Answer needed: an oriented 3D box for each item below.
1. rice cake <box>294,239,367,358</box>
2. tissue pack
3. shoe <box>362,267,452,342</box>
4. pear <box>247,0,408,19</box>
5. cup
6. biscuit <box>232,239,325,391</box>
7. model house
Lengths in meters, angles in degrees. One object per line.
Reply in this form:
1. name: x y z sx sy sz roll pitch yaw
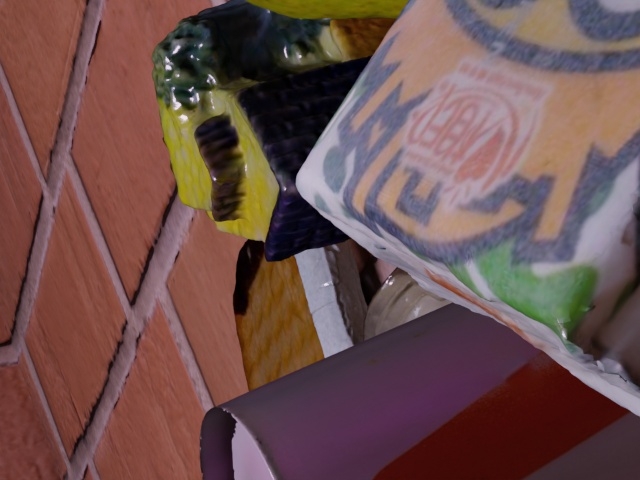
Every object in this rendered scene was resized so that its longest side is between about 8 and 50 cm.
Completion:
1. rice cake: 0.000 0.000 1.375 0.045 0.042 0.245 -34 65 46
2. tissue pack: 0.151 -0.096 0.641 0.128 0.311 0.228 36 178 -28
3. shoe: 0.079 0.090 1.223 0.098 0.103 0.275 40 157 13
4. pear: 0.018 -0.204 0.907 0.286 0.282 0.176 50 140 46
5. cup: 0.090 0.116 0.947 0.203 0.288 0.203 47 145 48
6. biscuit: 0.000 0.135 1.517 0.318 0.040 0.318 50 149 46
7. model house: 0.012 -0.086 1.115 0.211 0.194 0.170 -158 57 -64
